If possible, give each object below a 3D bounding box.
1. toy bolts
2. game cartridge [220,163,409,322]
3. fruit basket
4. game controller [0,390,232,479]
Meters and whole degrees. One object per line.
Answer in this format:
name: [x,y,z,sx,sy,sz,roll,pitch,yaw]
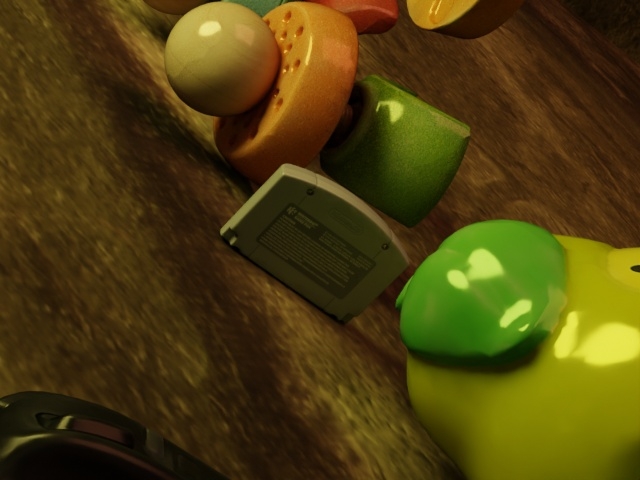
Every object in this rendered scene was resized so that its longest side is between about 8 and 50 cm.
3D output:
toy bolts: [-0.008,-0.143,1.040,0.158,0.218,0.228,27,3,-27]
game cartridge: [0.000,0.000,0.905,0.083,0.056,0.017,36,25,-23]
fruit basket: [0.220,0.114,0.818,0.392,0.283,0.392,53,18,-26]
game controller: [0.017,0.166,0.544,0.319,0.067,0.166,35,32,-22]
